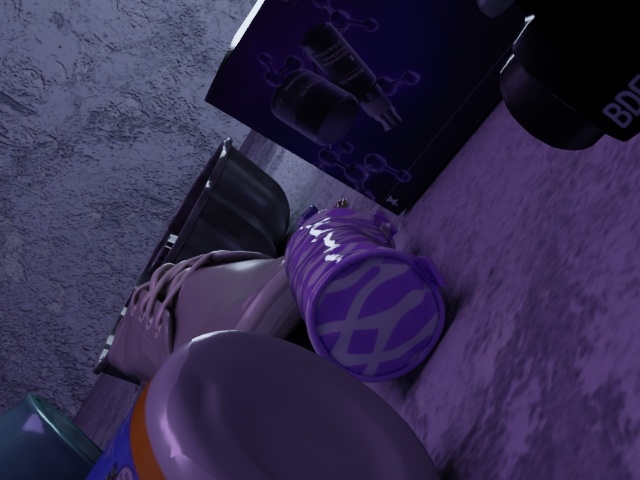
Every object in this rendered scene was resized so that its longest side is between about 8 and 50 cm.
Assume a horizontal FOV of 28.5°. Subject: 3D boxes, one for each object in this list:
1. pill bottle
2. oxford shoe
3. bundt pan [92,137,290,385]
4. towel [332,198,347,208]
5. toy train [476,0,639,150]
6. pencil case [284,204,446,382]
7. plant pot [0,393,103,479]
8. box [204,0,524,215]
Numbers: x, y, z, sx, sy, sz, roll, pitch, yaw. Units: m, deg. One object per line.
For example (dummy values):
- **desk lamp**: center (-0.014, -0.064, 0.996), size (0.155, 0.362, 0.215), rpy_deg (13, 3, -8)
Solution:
- **pill bottle**: center (-0.071, 0.188, 0.604), size (0.272, 0.152, 0.152), rpy_deg (-56, 10, 24)
- **oxford shoe**: center (-0.113, 0.077, 1.182), size (0.169, 0.130, 0.449), rpy_deg (-43, 4, -21)
- **bundt pan**: center (-0.145, 0.044, 1.540), size (0.330, 0.124, 0.331), rpy_deg (-58, 10, 16)
- **towel**: center (0.000, 0.000, 1.256), size (0.083, 0.009, 0.060), rpy_deg (-54, 12, 36)
- **toy train**: center (0.184, -0.164, 0.435), size (0.190, 0.142, 0.334), rpy_deg (-52, 0, -42)
- **pencil case**: center (0.026, 0.029, 0.819), size (0.088, 0.086, 0.206), rpy_deg (-32, 12, 1)
- **plant pot**: center (-0.361, 0.330, 1.467), size (0.255, 0.271, 0.272), rpy_deg (-45, 8, -7)
- **box**: center (0.057, -0.168, 0.928), size (0.261, 0.184, 0.103), rpy_deg (-52, 14, 41)
